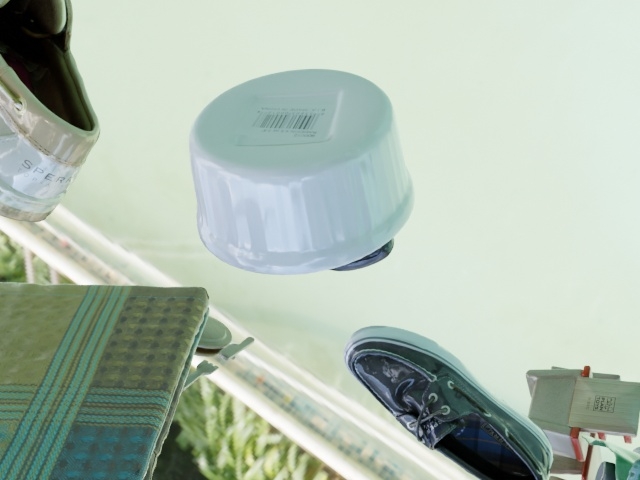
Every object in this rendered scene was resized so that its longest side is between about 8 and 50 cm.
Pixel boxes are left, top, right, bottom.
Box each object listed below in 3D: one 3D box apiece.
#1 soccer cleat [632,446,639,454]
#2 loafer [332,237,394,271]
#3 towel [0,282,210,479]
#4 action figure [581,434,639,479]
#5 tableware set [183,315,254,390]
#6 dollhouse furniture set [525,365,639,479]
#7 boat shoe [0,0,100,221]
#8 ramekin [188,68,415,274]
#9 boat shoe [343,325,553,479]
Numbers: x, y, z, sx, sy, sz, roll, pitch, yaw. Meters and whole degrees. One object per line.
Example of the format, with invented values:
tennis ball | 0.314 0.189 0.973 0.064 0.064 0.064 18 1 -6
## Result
soccer cleat | 0.192 0.300 0.732 0.116 0.331 0.143 30 147 30
loafer | 0.000 0.000 1.358 0.223 0.076 0.078 -1 142 24
towel | -0.280 0.110 0.615 0.370 0.271 0.040 1 120 5
action figure | 0.222 0.129 0.337 0.232 0.063 0.137 13 -174 7
tableware set | -0.168 0.127 1.025 0.128 0.039 0.194 26 -162 15
dollhouse furniture set | 0.331 0.272 1.108 0.135 0.262 0.259 2 139 26
boat shoe | -0.131 -0.090 0.380 0.063 0.059 0.170 11 -133 -56
ramekin | -0.028 -0.096 1.093 0.277 0.277 0.135 26 139 38
boat shoe | 0.117 0.166 0.829 0.228 0.080 0.076 38 -154 -6
